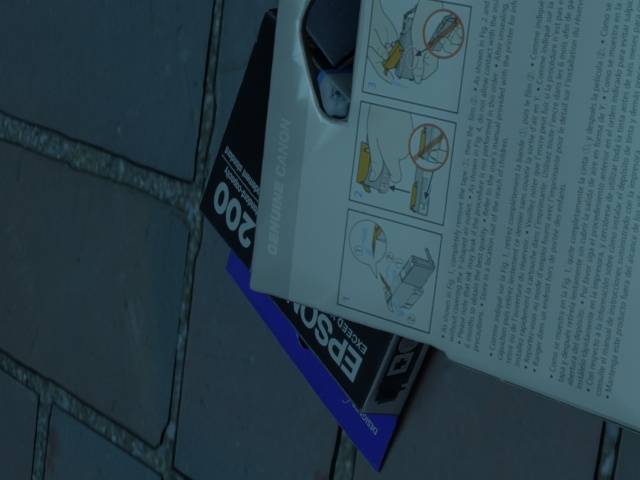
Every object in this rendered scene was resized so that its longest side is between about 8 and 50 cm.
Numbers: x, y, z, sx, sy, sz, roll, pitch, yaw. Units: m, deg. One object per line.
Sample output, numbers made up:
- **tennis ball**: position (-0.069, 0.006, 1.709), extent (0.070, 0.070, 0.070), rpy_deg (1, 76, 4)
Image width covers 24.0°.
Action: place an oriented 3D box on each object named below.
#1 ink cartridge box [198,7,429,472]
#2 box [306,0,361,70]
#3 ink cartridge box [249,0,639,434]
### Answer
- **ink cartridge box**: position (0.000, 0.000, 0.904), extent (0.206, 0.045, 0.208), rpy_deg (50, 133, 40)
- **box**: position (0.005, -0.232, 0.805), extent (0.232, 0.059, 0.183), rpy_deg (54, 139, -1)
- **ink cartridge box**: position (0.096, -0.085, 0.711), extent (0.261, 0.066, 0.296), rpy_deg (18, 109, 37)
